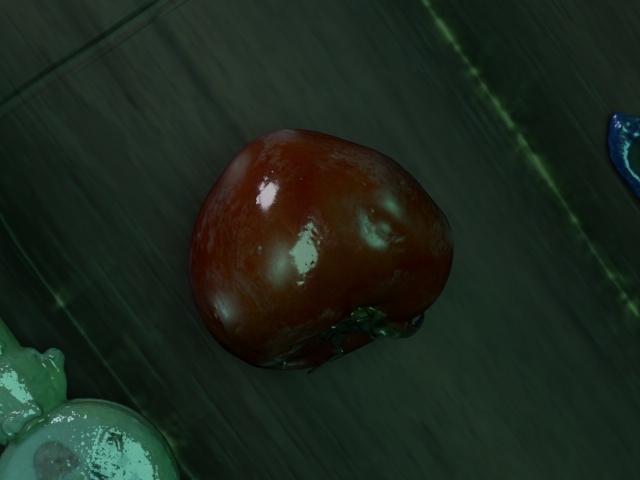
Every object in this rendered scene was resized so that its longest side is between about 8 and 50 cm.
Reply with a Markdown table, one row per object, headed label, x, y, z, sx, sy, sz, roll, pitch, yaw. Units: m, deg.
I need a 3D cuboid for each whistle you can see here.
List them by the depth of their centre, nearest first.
| label | x | y | z | sx | sy | sz | roll | pitch | yaw |
| --- | --- | --- | --- | --- | --- | --- | --- | --- | --- |
| whistle | -0.184 | 0.129 | 1.195 | 0.126 | 0.067 | 0.258 | -37 | 92 | 2 |

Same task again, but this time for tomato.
| label | x | y | z | sx | sy | sz | roll | pitch | yaw |
| --- | --- | --- | --- | --- | --- | --- | --- | --- | --- |
| tomato | 0.000 | 0.000 | 1.187 | 0.187 | 0.187 | 0.151 | -12 | 70 | -12 |

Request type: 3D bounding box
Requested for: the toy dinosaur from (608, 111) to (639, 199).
| label | x | y | z | sx | sy | sz | roll | pitch | yaw |
| --- | --- | --- | --- | --- | --- | --- | --- | --- | --- |
| toy dinosaur | 0.260 | 0.051 | 1.305 | 0.188 | 0.075 | 0.247 | 21 | 90 | -1 |
